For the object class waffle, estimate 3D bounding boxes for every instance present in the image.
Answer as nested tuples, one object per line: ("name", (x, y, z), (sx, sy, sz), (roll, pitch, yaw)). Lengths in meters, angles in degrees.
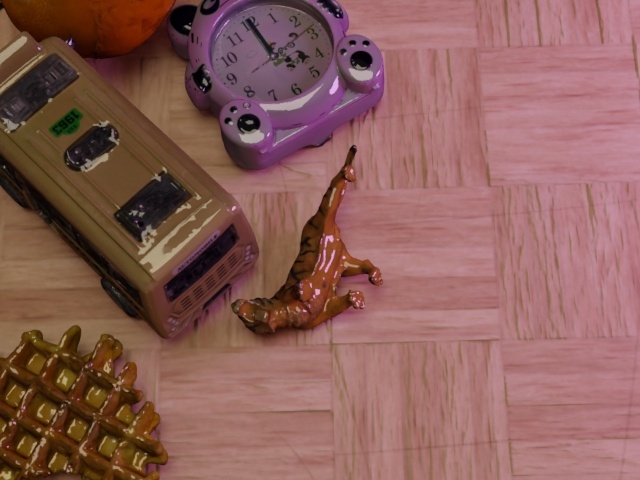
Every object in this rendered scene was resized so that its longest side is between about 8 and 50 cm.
("waffle", (-0.325, 0.228, 1.380), (0.293, 0.069, 0.260), (-22, 66, -4))

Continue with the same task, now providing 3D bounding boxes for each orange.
("orange", (-0.289, -0.346, 1.528), (0.240, 0.240, 0.240), (-1, 67, 2))

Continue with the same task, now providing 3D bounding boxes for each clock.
("clock", (-0.063, -0.230, 1.553), (0.227, 0.090, 0.248), (-30, 68, -11))

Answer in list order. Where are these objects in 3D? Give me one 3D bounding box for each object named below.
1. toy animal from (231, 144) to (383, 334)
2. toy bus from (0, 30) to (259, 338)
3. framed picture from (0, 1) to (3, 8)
("toy animal", (0.005, 0.006, 1.457), (0.116, 0.114, 0.255), (-7, 52, 47))
("toy bus", (-0.250, -0.074, 1.431), (0.365, 0.202, 0.177), (41, 75, 18))
("framed picture", (-0.616, -0.353, 1.663), (0.347, 0.016, 0.265), (42, 74, 17))
